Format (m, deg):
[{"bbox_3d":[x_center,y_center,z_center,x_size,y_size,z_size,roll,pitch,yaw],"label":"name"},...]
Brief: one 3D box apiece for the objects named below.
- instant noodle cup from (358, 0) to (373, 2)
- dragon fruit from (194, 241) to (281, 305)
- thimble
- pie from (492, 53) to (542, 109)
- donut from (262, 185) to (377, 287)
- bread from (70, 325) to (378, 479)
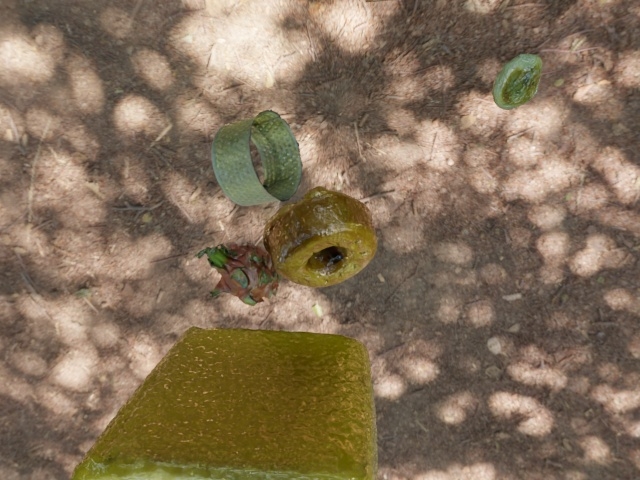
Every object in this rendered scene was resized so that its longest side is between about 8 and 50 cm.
[{"bbox_3d":[0.212,-0.595,0.873,0.307,0.294,0.294,-7,105,8],"label":"instant noodle cup"},{"bbox_3d":[-0.182,0.070,1.012,0.135,0.235,0.137,7,88,37],"label":"dragon fruit"},{"bbox_3d":[-0.183,-0.236,1.344,0.149,0.271,0.271,-7,107,29],"label":"thimble"},{"bbox_3d":[0.644,-0.513,1.475,0.186,0.041,0.187,-13,130,-15],"label":"pie"},{"bbox_3d":[0.002,0.000,0.889,0.226,0.114,0.227,-11,145,-8],"label":"donut"},{"bbox_3d":[-0.084,0.245,0.602,0.323,0.333,0.143,2,106,5],"label":"bread"}]
